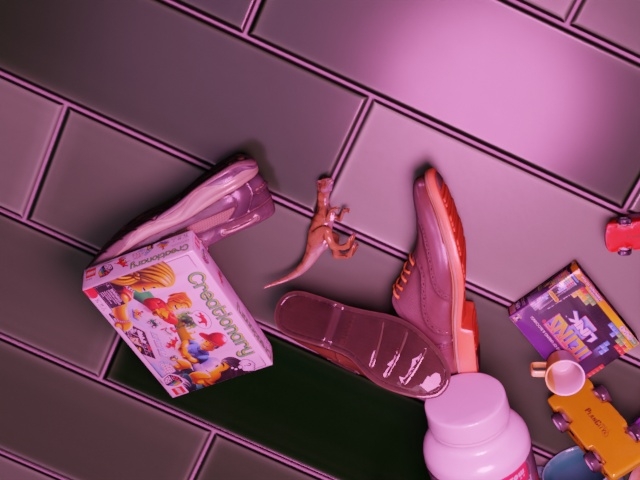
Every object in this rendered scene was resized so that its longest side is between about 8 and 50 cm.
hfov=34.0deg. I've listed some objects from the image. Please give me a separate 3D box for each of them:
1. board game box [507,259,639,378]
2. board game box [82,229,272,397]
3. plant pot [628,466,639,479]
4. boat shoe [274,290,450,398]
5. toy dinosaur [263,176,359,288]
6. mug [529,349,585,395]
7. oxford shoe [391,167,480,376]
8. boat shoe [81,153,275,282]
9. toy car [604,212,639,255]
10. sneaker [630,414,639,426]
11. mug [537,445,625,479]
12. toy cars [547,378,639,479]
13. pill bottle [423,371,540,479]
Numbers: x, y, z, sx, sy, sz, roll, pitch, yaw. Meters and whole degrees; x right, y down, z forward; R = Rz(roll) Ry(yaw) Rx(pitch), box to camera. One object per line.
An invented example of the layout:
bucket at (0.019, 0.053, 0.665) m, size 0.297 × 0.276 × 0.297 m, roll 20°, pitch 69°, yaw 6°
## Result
board game box at (0.416, 0.140, 1.724) m, size 0.141 × 0.048 × 0.170 m, roll -39°, pitch 101°, yaw 15°
board game box at (-0.226, 0.128, 1.711) m, size 0.193 × 0.053 × 0.305 m, roll -20°, pitch 132°, yaw 11°
plant pot at (0.601, 0.475, 1.744) m, size 0.032 × 0.236 × 0.236 m, roll -9°, pitch 111°, yaw -25°
boat shoe at (0.076, 0.166, 1.706) m, size 0.307 × 0.104 × 0.111 m, roll 27°, pitch 82°, yaw 16°
toy dinosaur at (0.000, 0.000, 1.718) m, size 0.112 × 0.064 × 0.212 m, roll 23°, pitch 101°, yaw 16°
mug at (0.386, 0.205, 1.690) m, size 0.078 × 0.064 × 0.062 m, roll 31°, pitch 110°, yaw -5°
oxford shoe at (0.172, 0.063, 1.682) m, size 0.132 × 0.130 × 0.364 m, roll -6°, pitch 108°, yaw 13°
boat shoe at (-0.229, 0.001, 1.693) m, size 0.355 × 0.132 × 0.130 m, roll -32°, pitch 103°, yaw 15°
toy car at (0.597, -0.003, 1.658) m, size 0.239 × 0.053 × 0.225 m, roll -37°, pitch 102°, yaw 16°
sneaker at (0.565, 0.252, 1.751) m, size 0.071 × 0.068 × 0.170 m, roll 31°, pitch 100°, yaw 10°
mug at (0.449, 0.421, 1.785) m, size 0.129 × 0.158 × 0.097 m, roll -29°, pitch 108°, yaw -11°
toy cars at (0.551, 0.330, 1.668) m, size 0.393 × 0.176 × 0.087 m, roll 6°, pitch 142°, yaw 30°
pill bottle at (0.267, 0.377, 1.717) m, size 0.176 × 0.176 × 0.319 m, roll -13°, pitch 120°, yaw 9°
